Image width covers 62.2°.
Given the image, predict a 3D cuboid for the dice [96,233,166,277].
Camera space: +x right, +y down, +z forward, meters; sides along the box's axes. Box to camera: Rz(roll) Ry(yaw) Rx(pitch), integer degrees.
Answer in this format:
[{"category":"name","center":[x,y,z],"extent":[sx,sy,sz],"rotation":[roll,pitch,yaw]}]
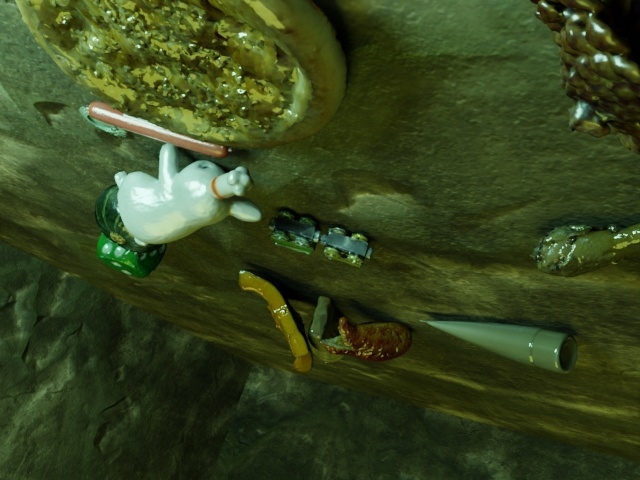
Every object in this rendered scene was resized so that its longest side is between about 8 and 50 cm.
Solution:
[{"category":"dice","center":[-0.491,0.015,1.378],"extent":[0.131,0.128,0.120],"rotation":[13,157,21]}]

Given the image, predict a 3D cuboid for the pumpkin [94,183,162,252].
[{"category":"pumpkin","center":[-0.405,-0.048,1.142],"extent":[0.167,0.125,0.167],"rotation":[15,157,7]}]

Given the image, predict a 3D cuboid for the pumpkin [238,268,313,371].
[{"category":"pumpkin","center":[-0.103,0.221,1.466],"extent":[0.258,0.095,0.290],"rotation":[58,176,25]}]

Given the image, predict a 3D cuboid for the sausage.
[{"category":"sausage","center":[-0.251,-0.172,0.821],"extent":[0.253,0.034,0.034],"rotation":[18,160,4]}]

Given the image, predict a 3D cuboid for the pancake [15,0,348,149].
[{"category":"pancake","center":[-0.163,-0.215,0.578],"extent":[0.382,0.071,0.382],"rotation":[16,160,6]}]

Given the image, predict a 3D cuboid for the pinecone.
[{"category":"pinecone","center":[0.223,-0.138,0.310],"extent":[0.179,0.150,0.195],"rotation":[33,156,-31]}]

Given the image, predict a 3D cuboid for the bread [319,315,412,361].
[{"category":"bread","center":[0.133,0.275,1.437],"extent":[0.269,0.095,0.139],"rotation":[8,128,-34]}]

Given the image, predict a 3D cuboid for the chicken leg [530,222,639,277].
[{"category":"chicken leg","center":[0.365,0.008,0.681],"extent":[0.085,0.069,0.198],"rotation":[30,150,-31]}]

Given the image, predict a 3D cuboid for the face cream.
[{"category":"face cream","center":[0.393,0.221,1.193],"extent":[0.137,0.084,0.341],"rotation":[22,169,-35]}]

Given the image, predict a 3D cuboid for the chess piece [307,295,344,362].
[{"category":"chess piece","center":[0.013,0.265,1.550],"extent":[0.137,0.137,0.301],"rotation":[15,160,12]}]

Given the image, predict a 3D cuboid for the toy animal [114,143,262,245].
[{"category":"toy animal","center":[-0.211,-0.083,0.898],"extent":[0.282,0.138,0.140],"rotation":[-18,152,24]}]

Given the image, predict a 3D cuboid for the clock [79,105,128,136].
[{"category":"clock","center":[-0.362,-0.198,0.884],"extent":[0.083,0.010,0.074],"rotation":[22,160,-4]}]

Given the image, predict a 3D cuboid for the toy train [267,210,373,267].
[{"category":"toy train","center":[0.000,0.000,0.999],"extent":[0.202,0.060,0.081],"rotation":[17,167,6]}]
